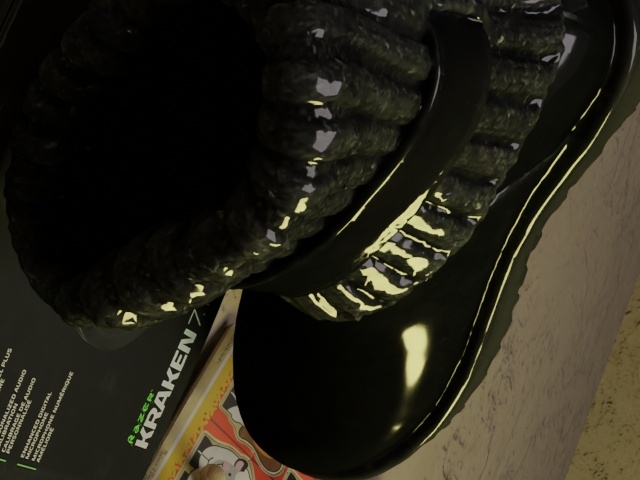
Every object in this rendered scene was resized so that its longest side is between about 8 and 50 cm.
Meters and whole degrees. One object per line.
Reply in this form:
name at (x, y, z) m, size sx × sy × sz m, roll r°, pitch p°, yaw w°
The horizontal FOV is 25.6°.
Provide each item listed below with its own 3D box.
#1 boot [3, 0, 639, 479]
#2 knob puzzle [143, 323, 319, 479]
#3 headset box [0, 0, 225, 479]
boot at (-0.017, 0.008, 0.600) m, size 0.260 × 0.131 × 0.348 m, roll -22°, pitch 146°, yaw -47°
knob puzzle at (-0.027, 0.178, 1.029) m, size 0.030 × 0.213 × 0.213 m, roll -30°, pitch -171°, yaw 40°
headset box at (-0.148, -0.028, 0.627) m, size 0.246 × 0.131 × 0.283 m, roll -67°, pitch 158°, yaw -10°
